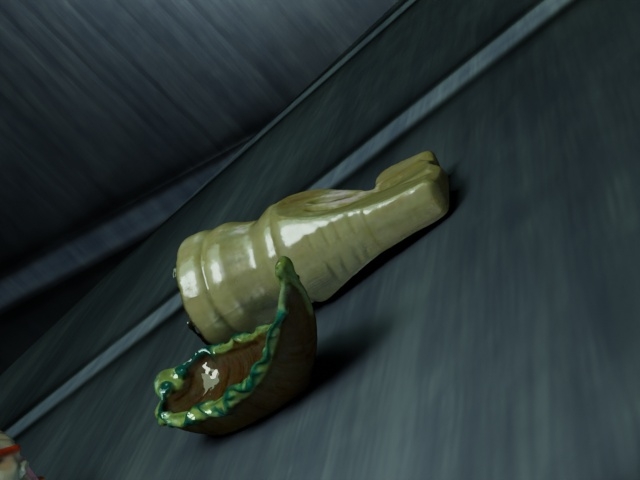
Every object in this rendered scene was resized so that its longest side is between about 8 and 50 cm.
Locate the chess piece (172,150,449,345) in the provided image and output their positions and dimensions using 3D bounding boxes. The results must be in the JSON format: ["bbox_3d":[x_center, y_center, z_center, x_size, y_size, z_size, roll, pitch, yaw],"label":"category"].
[{"bbox_3d":[0.000,0.000,0.995,0.301,0.137,0.137,-25,20,23],"label":"chess piece"}]

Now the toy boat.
[{"bbox_3d":[-0.064,0.108,0.875,0.293,0.099,0.108,-42,11,50],"label":"toy boat"}]

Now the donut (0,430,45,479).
[{"bbox_3d":[-0.450,0.370,1.048,0.383,0.142,0.382,-30,26,16],"label":"donut"}]
